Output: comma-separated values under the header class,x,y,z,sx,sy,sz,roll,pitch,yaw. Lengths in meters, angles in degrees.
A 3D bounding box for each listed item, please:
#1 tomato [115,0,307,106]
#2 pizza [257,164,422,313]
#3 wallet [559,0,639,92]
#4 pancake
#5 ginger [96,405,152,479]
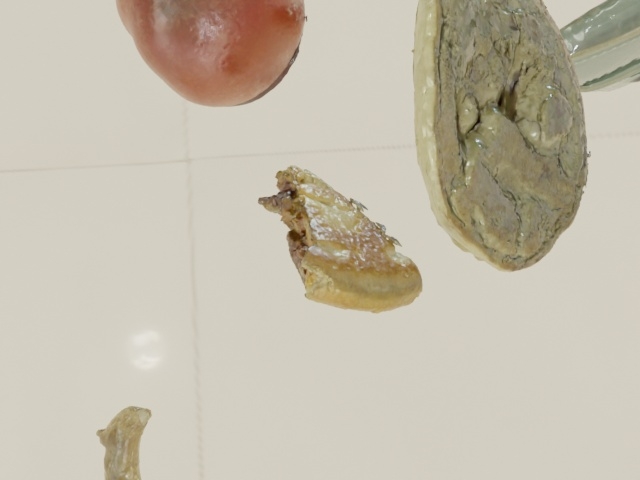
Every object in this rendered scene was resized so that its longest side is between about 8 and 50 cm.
class,x,y,z,sx,sy,sz,roll,pitch,yaw
tomato,-0.127,-0.258,1.389,0.228,0.112,0.199,45,105,8
pizza,0.000,0.001,1.296,0.194,0.154,0.069,54,126,35
wallet,0.374,-0.235,1.380,0.252,0.360,0.083,-31,83,27
pancake,0.086,-0.064,0.628,0.028,0.158,0.158,-7,88,38
ginger,-0.218,0.245,1.437,0.057,0.044,0.137,24,115,49
